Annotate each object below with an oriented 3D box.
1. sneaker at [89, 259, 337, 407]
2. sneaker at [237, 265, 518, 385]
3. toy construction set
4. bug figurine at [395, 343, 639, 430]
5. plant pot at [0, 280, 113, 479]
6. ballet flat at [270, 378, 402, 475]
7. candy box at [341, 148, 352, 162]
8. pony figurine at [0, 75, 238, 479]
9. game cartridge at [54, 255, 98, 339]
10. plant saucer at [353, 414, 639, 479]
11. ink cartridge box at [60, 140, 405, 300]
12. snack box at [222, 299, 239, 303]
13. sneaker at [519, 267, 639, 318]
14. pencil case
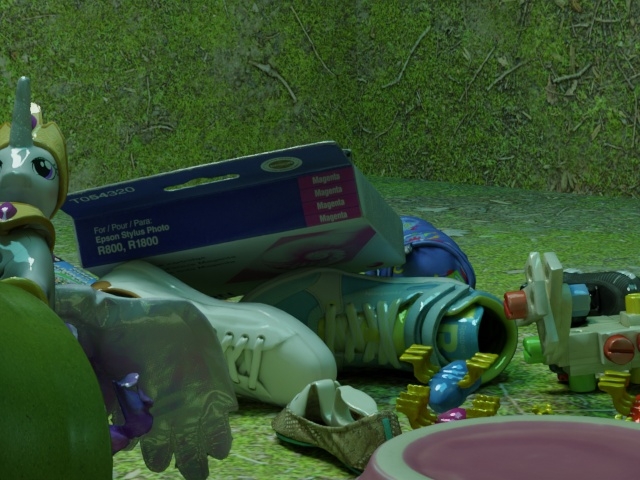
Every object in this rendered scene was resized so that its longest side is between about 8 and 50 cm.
[{"bbox_3d":[-0.128,0.114,1.613,0.290,0.106,0.123,19,24,24],"label":"sneaker"},{"bbox_3d":[0.070,0.097,1.720,0.319,0.127,0.208,-5,7,-19],"label":"sneaker"},{"bbox_3d":[0.338,0.100,1.628,0.328,0.151,0.215,9,6,-7],"label":"toy construction set"},{"bbox_3d":[0.190,0.160,1.402,0.279,0.072,0.216,7,16,24],"label":"bug figurine"},{"bbox_3d":[-0.311,0.126,0.833,0.366,0.366,0.353,4,-3,34],"label":"plant pot"},{"bbox_3d":[0.017,0.162,1.425,0.073,0.067,0.206,-7,9,-31],"label":"ballet flat"},{"bbox_3d":[0.000,0.000,2.060,0.071,0.233,0.159,0,7,10],"label":"candy box"},{"bbox_3d":[-0.224,0.087,1.210,0.303,0.351,0.363,-5,26,-1],"label":"pony figurine"},{"bbox_3d":[-0.324,0.086,1.743,0.355,0.068,0.230,26,26,35],"label":"game cartridge"},{"bbox_3d":[0.163,0.191,1.111,0.332,0.084,0.332,0,7,0],"label":"plant saucer"},{"bbox_3d":[-0.093,-0.005,1.752,0.324,0.071,0.330,-11,-15,13],"label":"ink cartridge box"},{"bbox_3d":[-0.176,0.103,2.049,0.141,0.037,0.100,-1,8,-4],"label":"snack box"},{"bbox_3d":[0.335,0.079,2.031,0.106,0.078,0.234,-7,5,-20],"label":"sneaker"},{"bbox_3d":[0.131,0.041,2.183,0.133,0.119,0.306,-12,8,-2],"label":"pencil case"}]
